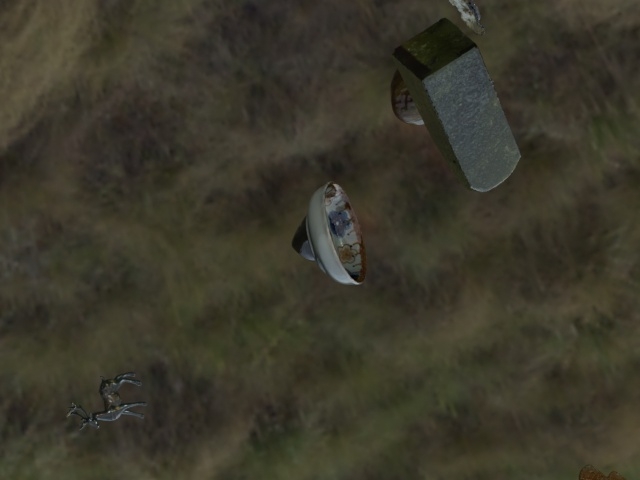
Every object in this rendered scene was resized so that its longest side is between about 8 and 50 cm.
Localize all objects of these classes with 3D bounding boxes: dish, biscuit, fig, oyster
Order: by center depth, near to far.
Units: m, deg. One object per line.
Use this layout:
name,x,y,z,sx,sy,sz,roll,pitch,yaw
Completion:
dish,0.000,0.000,1.798,0.078,0.141,0.141,-17,152,18
oyster,0.205,-0.318,1.876,0.019,0.054,0.083,-46,133,-8
biscuit,0.410,0.372,1.903,0.130,0.119,0.019,1,144,11
fig,0.185,-0.244,2.162,0.154,0.109,0.103,-8,-158,29

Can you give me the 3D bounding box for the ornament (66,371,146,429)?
ornament,-0.313,0.232,1.962,0.125,0.073,0.028,-9,167,-36

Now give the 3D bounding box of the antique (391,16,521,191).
antique,0.169,-0.154,1.641,0.081,0.080,0.221,-33,134,-3
